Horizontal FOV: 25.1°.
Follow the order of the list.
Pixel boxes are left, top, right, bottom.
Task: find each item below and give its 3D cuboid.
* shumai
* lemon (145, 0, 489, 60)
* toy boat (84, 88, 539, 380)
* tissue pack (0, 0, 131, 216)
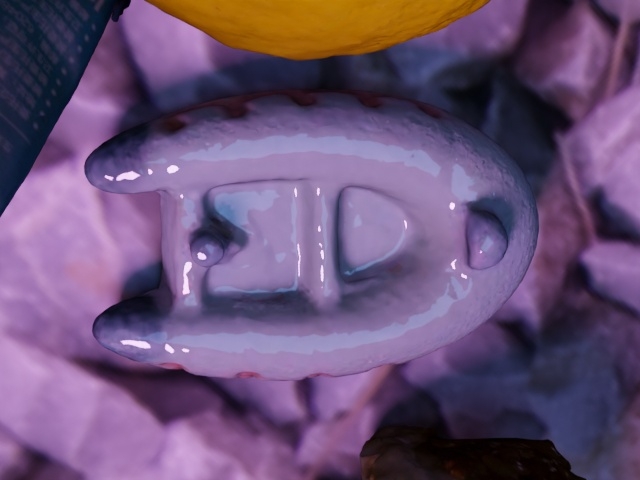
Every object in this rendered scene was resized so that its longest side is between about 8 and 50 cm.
[{"bbox_3d":[0.036,0.156,0.663,0.184,0.184,0.142,-5,80,-13],"label":"shumai"},{"bbox_3d":[-0.005,-0.179,0.521,0.240,0.240,0.219,12,121,-17],"label":"lemon"},{"bbox_3d":[0.000,0.000,0.643,0.207,0.079,0.134,-2,101,-12],"label":"toy boat"},{"bbox_3d":[-0.220,-0.094,0.498,0.271,0.192,0.134,40,132,-18],"label":"tissue pack"}]
